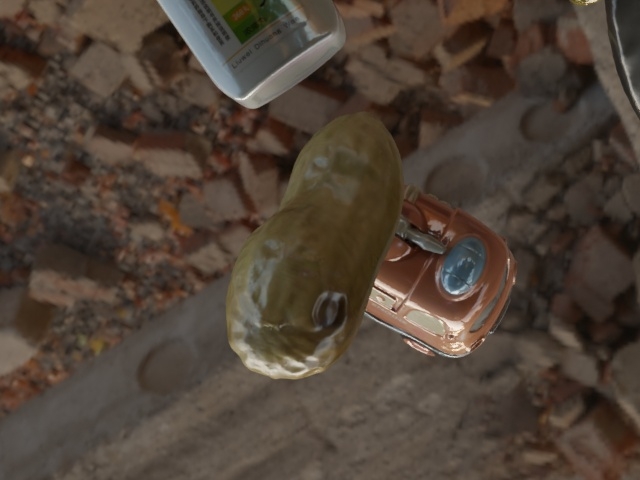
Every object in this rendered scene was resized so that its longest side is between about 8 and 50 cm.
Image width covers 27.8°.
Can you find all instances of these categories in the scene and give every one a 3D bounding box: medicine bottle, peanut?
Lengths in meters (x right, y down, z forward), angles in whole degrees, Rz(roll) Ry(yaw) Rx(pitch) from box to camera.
[{"bbox_3d":[-0.121,-0.337,1.606,0.179,0.124,0.324,-35,82,8],"label":"medicine bottle"},{"bbox_3d":[0.000,0.000,1.048,0.120,0.236,0.110,31,164,-27],"label":"peanut"}]

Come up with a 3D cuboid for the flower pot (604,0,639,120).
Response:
[{"bbox_3d":[0.206,-0.167,0.531,0.269,0.166,0.269,-11,129,-14],"label":"flower pot"}]

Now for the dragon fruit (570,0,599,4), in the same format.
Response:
[{"bbox_3d":[0.332,-0.427,1.629,0.269,0.250,0.291,42,177,-24],"label":"dragon fruit"}]

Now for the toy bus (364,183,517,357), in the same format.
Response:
[{"bbox_3d":[0.134,0.023,1.762,0.288,0.194,0.232,30,166,4],"label":"toy bus"}]
